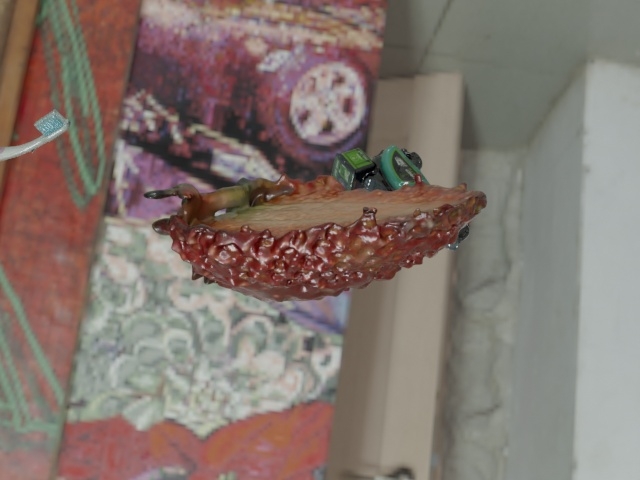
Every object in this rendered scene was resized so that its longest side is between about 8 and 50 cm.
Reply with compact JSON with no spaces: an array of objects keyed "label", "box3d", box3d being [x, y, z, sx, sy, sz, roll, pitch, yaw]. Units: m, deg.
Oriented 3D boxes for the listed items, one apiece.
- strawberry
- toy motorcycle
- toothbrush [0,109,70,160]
[{"label":"strawberry","box3d":[-0.001,0.005,0.895,0.208,0.087,0.167,8,-165,39]},{"label":"toy motorcycle","box3d":[0.096,-0.045,1.546,0.100,0.173,0.058,-20,144,-28]},{"label":"toothbrush","box3d":[-0.270,-0.058,1.037,0.204,0.017,0.022,-21,122,31]}]
